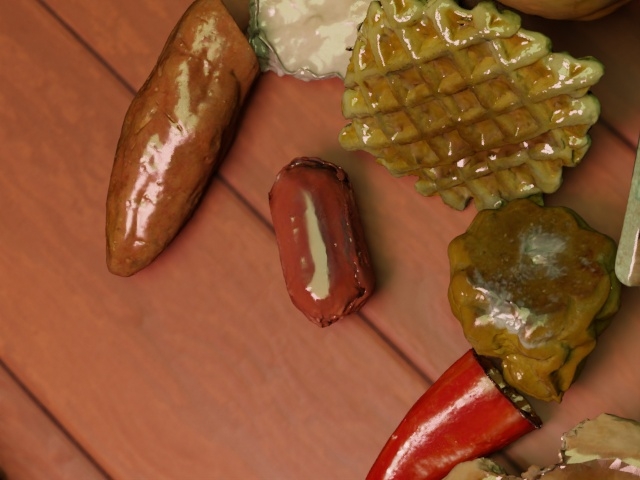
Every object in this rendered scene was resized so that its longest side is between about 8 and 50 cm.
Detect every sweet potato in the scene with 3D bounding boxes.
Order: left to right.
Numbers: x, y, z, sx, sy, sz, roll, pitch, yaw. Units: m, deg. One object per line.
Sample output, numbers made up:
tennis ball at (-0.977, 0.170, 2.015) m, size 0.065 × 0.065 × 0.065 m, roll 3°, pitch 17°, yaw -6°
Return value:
sweet potato at (-0.119, -0.084, 1.513) m, size 0.097 × 0.097 × 0.252 m, roll 21°, pitch 91°, yaw 17°

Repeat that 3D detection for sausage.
sausage at (0.000, 0.000, 1.476) m, size 0.076 × 0.076 × 0.141 m, roll -18°, pitch 79°, yaw 12°

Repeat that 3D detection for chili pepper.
chili pepper at (0.089, 0.169, 1.437) m, size 0.169 × 0.065 × 0.088 m, roll -42°, pitch 99°, yaw 13°

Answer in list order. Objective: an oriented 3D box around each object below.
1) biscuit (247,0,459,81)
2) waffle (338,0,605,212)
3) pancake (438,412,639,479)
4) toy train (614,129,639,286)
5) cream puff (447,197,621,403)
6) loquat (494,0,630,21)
biscuit at (0.016, -0.208, 1.521) m, size 0.188 × 0.040 × 0.265 m, roll -35°, pitch 74°, yaw 5°
waffle at (0.112, -0.105, 1.409) m, size 0.207 × 0.214 × 0.054 m, roll 20°, pitch 50°, yaw 7°
pancake at (0.204, 0.320, 1.358) m, size 0.382 × 0.071 × 0.382 m, roll -1°, pitch 88°, yaw 17°
toy train at (0.323, -0.088, 1.315) m, size 0.159 × 0.129 × 0.326 m, roll 25°, pitch 113°, yaw 48°
cream puff at (0.168, 0.049, 1.408) m, size 0.146 × 0.116 × 0.146 m, roll -4°, pitch 48°, yaw 5°
loquat at (0.175, -0.297, 1.367) m, size 0.276 × 0.276 × 0.284 m, roll -38°, pitch 67°, yaw 7°
